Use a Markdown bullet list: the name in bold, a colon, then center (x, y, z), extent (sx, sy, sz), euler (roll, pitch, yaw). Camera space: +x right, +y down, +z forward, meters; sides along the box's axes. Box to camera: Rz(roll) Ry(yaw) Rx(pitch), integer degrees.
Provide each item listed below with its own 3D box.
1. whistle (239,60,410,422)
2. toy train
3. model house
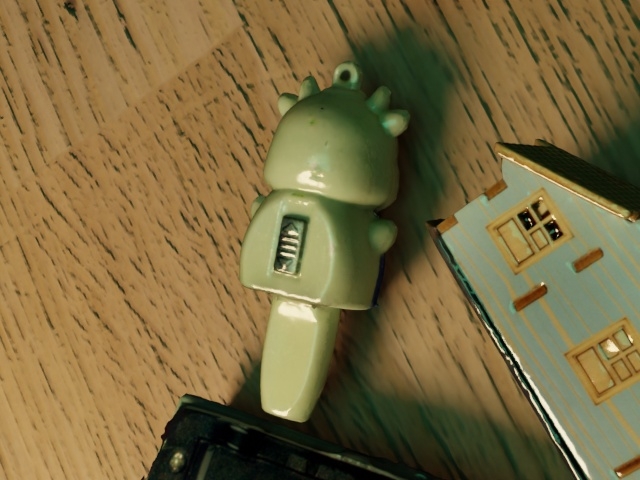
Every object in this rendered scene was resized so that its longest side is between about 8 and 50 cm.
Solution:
- **whistle**: center (0.000, 0.000, 0.813), extent (0.110, 0.092, 0.244), euler (10, 93, 25)
- **toy train**: center (0.075, 0.201, 0.777), extent (0.409, 0.089, 0.086), euler (15, 74, 25)
- **model house**: center (0.220, 0.030, 0.652), extent (0.206, 0.178, 0.271), euler (-38, 71, 28)
